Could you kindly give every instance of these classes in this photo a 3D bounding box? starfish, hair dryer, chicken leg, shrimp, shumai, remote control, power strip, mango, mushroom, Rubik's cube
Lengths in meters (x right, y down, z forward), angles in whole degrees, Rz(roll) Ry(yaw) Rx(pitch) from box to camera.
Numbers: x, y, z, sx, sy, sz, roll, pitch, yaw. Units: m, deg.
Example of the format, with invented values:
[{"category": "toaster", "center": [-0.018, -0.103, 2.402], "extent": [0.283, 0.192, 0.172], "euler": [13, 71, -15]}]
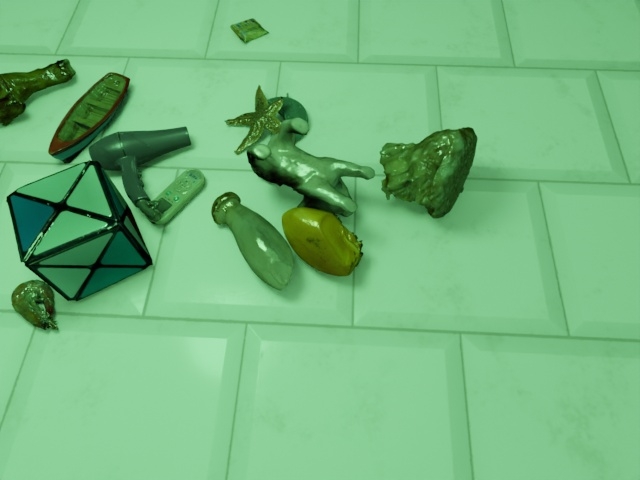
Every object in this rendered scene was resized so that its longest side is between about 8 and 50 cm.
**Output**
[{"category": "starfish", "center": [-0.203, -0.380, 1.516], "extent": [0.231, 0.048, 0.295], "euler": [-34, 62, 7]}, {"category": "hair dryer", "center": [-0.520, -0.200, 1.402], "extent": [0.301, 0.121, 0.361], "euler": [-17, 60, -14]}, {"category": "chicken leg", "center": [-1.021, -0.508, 1.562], "extent": [0.361, 0.140, 0.212], "euler": [-25, 56, -8]}, {"category": "shrimp", "center": [-0.767, 0.177, 1.255], "extent": [0.190, 0.042, 0.101], "euler": [41, 62, 20]}, {"category": "shumai", "center": [0.286, -0.231, 1.316], "extent": [0.262, 0.314, 0.267], "euler": [26, 78, 18]}, {"category": "remote control", "center": [-0.441, -0.134, 1.413], "extent": [0.078, 0.042, 0.221], "euler": [33, 69, 16]}, {"category": "power strip", "center": [-0.113, -0.417, 1.555], "extent": [0.137, 0.044, 0.216], "euler": [-12, 64, -5]}, {"category": "mango", "center": [0.000, 0.000, 1.265], "extent": [0.252, 0.154, 0.126], "euler": [35, 49, 0]}, {"category": "mushroom", "center": [-0.184, -0.003, 1.297], "extent": [0.128, 0.128, 0.350], "euler": [-37, 65, -17]}, {"category": "Rubik's cube", "center": [-0.640, -0.023, 1.242], "extent": [0.246, 0.248, 0.250], "euler": [-27, 64, -12]}]

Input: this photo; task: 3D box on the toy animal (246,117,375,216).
[{"category": "toy animal", "center": [-0.043, -0.181, 1.342], "extent": [0.344, 0.302, 0.194], "euler": [36, 71, -9]}]

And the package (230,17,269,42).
[{"category": "package", "center": [-0.275, -0.807, 1.770], "extent": [0.120, 0.031, 0.108], "euler": [-31, 67, -20]}]

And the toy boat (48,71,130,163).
[{"category": "toy boat", "center": [-0.767, -0.410, 1.541], "extent": [0.136, 0.079, 0.392], "euler": [19, 63, 8]}]
